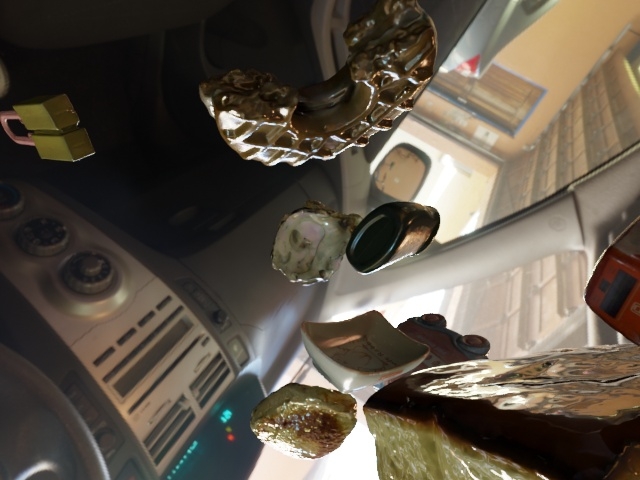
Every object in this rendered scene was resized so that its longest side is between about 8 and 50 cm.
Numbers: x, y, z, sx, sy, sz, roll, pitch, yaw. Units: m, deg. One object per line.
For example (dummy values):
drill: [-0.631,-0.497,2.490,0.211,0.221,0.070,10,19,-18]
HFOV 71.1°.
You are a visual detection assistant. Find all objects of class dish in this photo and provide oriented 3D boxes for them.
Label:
dish: [0.074,0.201,0.795,0.212,0.151,0.077,-1,115,-44]

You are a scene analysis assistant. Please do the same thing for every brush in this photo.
brush: [-0.501,-0.195,0.781,0.047,0.233,0.103,-47,135,-43]

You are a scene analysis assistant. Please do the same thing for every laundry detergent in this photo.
laundry detergent: [0.140,-0.008,0.774,0.144,0.078,0.221,-52,157,25]

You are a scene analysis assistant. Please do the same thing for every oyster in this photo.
oyster: [0.000,0.000,0.856,0.081,0.191,0.163,80,3,-85]

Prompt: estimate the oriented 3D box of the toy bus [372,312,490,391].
toy bus: [0.244,0.313,1.045,0.231,0.294,0.197,-13,111,-26]

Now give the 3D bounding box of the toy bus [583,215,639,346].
toy bus: [0.267,0.005,0.317,0.174,0.077,0.079,-31,138,-22]

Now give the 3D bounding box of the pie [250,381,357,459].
pie: [-0.027,0.339,0.840,0.205,0.179,0.084,-42,-146,23]

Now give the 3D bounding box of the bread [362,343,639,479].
bread: [0.244,0.187,0.424,0.323,0.333,0.143,148,-66,-66]

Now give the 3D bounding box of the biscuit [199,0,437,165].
biscuit: [0.011,-0.235,0.734,0.366,0.115,0.268,-19,164,4]
